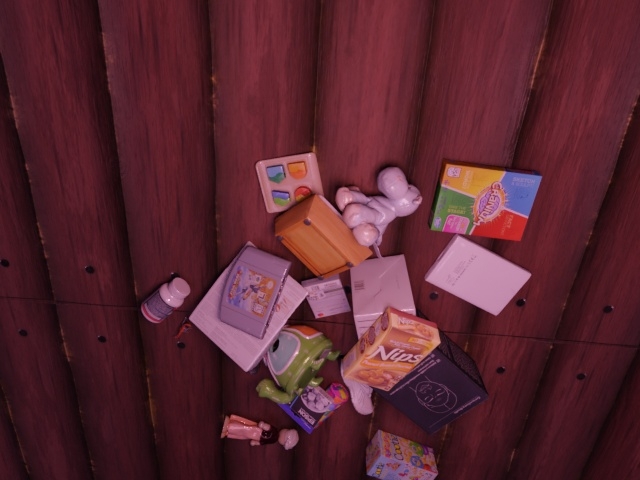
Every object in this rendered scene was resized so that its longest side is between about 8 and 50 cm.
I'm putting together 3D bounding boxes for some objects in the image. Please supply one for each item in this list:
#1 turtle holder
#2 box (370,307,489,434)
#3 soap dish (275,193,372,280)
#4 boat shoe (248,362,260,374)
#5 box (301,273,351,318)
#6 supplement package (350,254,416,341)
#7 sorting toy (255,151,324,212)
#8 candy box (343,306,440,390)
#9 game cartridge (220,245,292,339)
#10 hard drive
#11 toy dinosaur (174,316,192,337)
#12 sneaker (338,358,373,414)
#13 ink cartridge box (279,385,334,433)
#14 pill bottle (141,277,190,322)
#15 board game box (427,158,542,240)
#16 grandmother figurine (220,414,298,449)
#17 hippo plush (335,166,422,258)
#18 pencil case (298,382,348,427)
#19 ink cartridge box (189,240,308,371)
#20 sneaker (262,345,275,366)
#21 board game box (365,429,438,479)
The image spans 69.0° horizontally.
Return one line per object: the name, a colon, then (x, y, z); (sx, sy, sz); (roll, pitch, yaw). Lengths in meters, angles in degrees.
turtle holder: (-0.098, 0.474, 1.812); (0.227, 0.243, 0.320); (36, 122, 21)
box: (0.397, 0.509, 1.816); (0.395, 0.212, 0.293); (42, 110, -15)
soap dish: (0.000, 0.000, 1.599); (0.291, 0.118, 0.229); (45, 137, -19)
boat shoe: (-0.300, 0.464, 1.902); (0.084, 0.079, 0.233); (-6, 117, 4)
box: (0.024, 0.212, 1.760); (0.145, 0.038, 0.186); (-14, 129, 9)
supplement package: (0.216, 0.200, 1.635); (0.204, 0.262, 0.145); (-8, 129, 7)
sorting toy: (-0.103, -0.193, 1.597); (0.208, 0.038, 0.193); (-9, 115, 7)
candy box: (0.227, 0.368, 1.547); (0.183, 0.087, 0.316); (21, 129, -16)
game cartridge: (-0.242, 0.181, 1.669); (0.198, 0.062, 0.297); (21, 91, 9)
hard drive: (0.577, 0.129, 1.718); (0.319, 0.040, 0.210); (26, 114, -10)
toy dinosaur: (-0.544, 0.356, 1.864); (0.047, 0.090, 0.082); (32, 158, -2)
sneaker: (0.174, 0.604, 1.933); (0.129, 0.111, 0.297); (-20, 114, 5)
ink cartridge box: (-0.076, 0.679, 1.951); (0.206, 0.045, 0.208); (37, 108, 17)
pill bottle: (-0.589, 0.226, 1.783); (0.180, 0.108, 0.108); (-38, 108, 19)
board game box: (0.549, -0.135, 1.579); (0.317, 0.064, 0.242); (7, 116, 0)
grandmother figurine: (-0.265, 0.860, 2.085); (0.342, 0.104, 0.208); (14, 143, -7)
hippo plush: (0.214, -0.101, 1.518); (0.237, 0.234, 0.294); (-32, 110, 17)
pencil case: (0.012, 0.706, 1.993); (0.104, 0.104, 0.236); (39, 111, -15)
ink cartridge box: (-0.262, 0.243, 1.744); (0.308, 0.091, 0.385); (39, 96, 12)
sneaker: (-0.217, 0.438, 1.907); (0.065, 0.061, 0.158); (-18, 118, -19)
board game box: (0.358, 0.987, 2.085); (0.275, 0.142, 0.144); (22, 115, -8)
